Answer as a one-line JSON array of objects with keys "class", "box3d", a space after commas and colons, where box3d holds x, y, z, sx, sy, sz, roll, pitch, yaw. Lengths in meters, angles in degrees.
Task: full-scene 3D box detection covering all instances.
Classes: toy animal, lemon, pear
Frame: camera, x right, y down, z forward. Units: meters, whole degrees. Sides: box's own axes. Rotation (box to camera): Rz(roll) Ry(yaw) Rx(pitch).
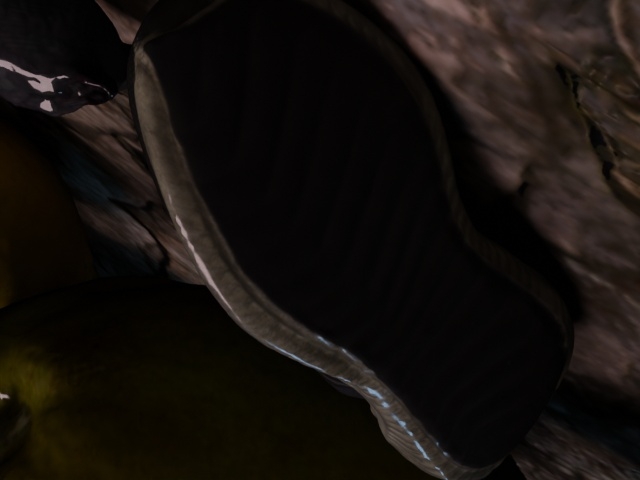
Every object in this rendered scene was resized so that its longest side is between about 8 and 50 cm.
[{"class": "toy animal", "box3d": [-0.155, -0.124, 0.420, 0.210, 0.117, 0.121, 17, -156, -1]}, {"class": "lemon", "box3d": [-0.242, 0.007, 0.666, 0.231, 0.192, 0.192, 43, 169, 36]}, {"class": "pear", "box3d": [-0.054, 0.140, 0.559, 0.269, 0.269, 0.321, 13, 165, 48]}]

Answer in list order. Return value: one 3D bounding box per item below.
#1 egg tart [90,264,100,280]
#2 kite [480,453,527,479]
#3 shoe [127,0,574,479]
[{"class": "egg tart", "box3d": [-0.191, 0.139, 0.828, 0.297, 0.132, 0.297, 169, 90, -77]}, {"class": "kite", "box3d": [0.133, 0.191, 0.505, 0.335, 0.011, 0.314, 61, -166, 10]}, {"class": "shoe", "box3d": [0.000, 0.000, 0.400, 0.227, 0.099, 0.112, 47, 165, -33]}]
